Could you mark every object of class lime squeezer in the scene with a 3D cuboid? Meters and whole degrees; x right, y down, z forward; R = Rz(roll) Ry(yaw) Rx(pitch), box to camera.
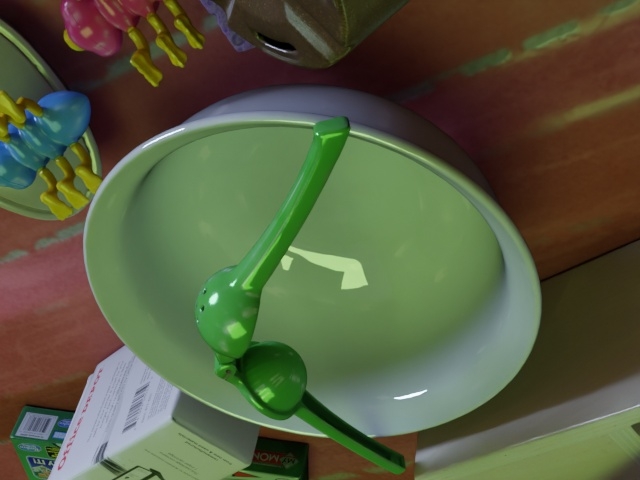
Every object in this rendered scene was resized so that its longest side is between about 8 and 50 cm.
[{"bbox_3d":[-0.017,0.061,0.538,0.110,0.059,0.310,-21,131,-10],"label":"lime squeezer"}]

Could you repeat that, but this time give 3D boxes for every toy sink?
[{"bbox_3d":[0.206,0.121,0.646,0.234,0.153,0.131,-30,120,32],"label":"toy sink"}]

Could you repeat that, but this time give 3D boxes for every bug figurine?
[{"bbox_3d":[-0.196,-0.150,0.484,0.216,0.072,0.279,-29,123,16],"label":"bug figurine"}]

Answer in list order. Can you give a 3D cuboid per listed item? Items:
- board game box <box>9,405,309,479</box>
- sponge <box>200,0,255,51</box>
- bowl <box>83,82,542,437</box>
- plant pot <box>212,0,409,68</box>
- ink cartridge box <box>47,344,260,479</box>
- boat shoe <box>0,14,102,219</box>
[{"bbox_3d":[-0.169,0.287,0.961,0.317,0.046,0.213,6,132,8],"label":"board game box"},{"bbox_3d":[-0.055,-0.214,0.477,0.117,0.031,0.210,-18,127,28],"label":"sponge"},{"bbox_3d":[0.000,0.000,0.592,0.298,0.134,0.298,6,133,7],"label":"bowl"},{"bbox_3d":[0.016,-0.172,0.360,0.167,0.165,0.167,38,164,13],"label":"plant pot"},{"bbox_3d":[-0.140,0.151,0.756,0.086,0.148,0.203,37,130,-23],"label":"ink cartridge box"},{"bbox_3d":[-0.288,-0.142,0.571,0.335,0.095,0.112,40,93,-28],"label":"boat shoe"}]
